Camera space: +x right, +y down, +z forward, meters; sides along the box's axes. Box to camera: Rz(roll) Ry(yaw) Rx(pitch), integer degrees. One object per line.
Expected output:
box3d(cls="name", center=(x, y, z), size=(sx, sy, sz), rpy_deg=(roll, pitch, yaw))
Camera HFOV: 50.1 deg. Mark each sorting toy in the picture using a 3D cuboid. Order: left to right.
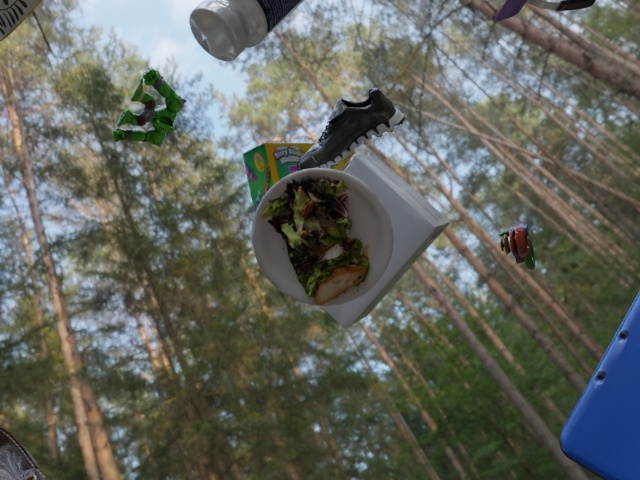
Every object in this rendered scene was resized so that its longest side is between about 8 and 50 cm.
box3d(cls="sorting toy", center=(0.292, 0.008, 1.027), size=(0.042, 0.061, 0.102), rpy_deg=(-10, -26, 23))

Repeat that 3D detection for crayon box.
box3d(cls="crayon box", center=(-0.029, -0.130, 1.532), size=(0.278, 0.165, 0.081), rpy_deg=(-8, -6, -43))

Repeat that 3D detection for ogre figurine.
box3d(cls="ogre figurine", center=(-0.403, -0.300, 1.626), size=(0.118, 0.097, 0.197), rpy_deg=(25, -84, -25))

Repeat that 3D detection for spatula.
box3d(cls="spatula", center=(0.490, -0.508, 1.468), size=(0.296, 0.030, 0.084), rpy_deg=(-11, -29, -28))

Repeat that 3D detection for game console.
box3d(cls="game console", center=(0.516, 0.237, 0.926), size=(0.250, 0.173, 0.293), rpy_deg=(37, -99, -27))

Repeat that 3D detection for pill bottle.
box3d(cls="pill bottle", center=(-0.146, -0.502, 1.435), size=(0.264, 0.153, 0.153), rpy_deg=(-53, -27, -29))

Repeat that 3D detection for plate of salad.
box3d(cls="plate of salad", center=(0.000, 0.000, 0.945), size=(0.200, 0.200, 0.048), rpy_deg=(-46, 4, 17))

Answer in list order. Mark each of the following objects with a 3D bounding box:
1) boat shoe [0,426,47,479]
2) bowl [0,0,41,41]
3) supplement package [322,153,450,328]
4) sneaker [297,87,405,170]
box3d(cls="boat shoe", center=(-0.297, 0.274, 0.691), size=(0.073, 0.207, 0.073), rpy_deg=(-21, -19, -47))
box3d(cls="bowl", center=(-0.313, -0.290, 0.687), size=(0.170, 0.170, 0.080), rpy_deg=(-42, -51, 13))
box3d(cls="supplement package", center=(0.079, 0.000, 1.316), size=(0.262, 0.204, 0.145), rpy_deg=(-51, -13, 18))
box3d(cls="sneaker", center=(0.042, -0.222, 1.350), size=(0.234, 0.078, 0.106), rpy_deg=(-30, -65, 11))
